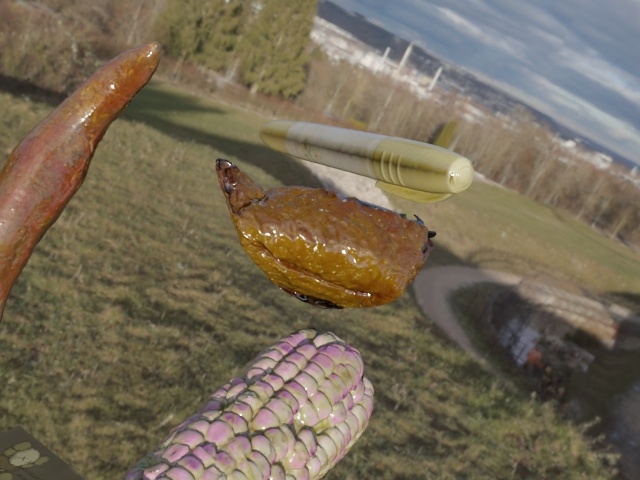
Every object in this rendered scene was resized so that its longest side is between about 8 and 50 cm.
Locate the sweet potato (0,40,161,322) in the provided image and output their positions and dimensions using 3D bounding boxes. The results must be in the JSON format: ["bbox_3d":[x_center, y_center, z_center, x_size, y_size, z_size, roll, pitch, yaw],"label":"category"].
[{"bbox_3d":[-0.209,-0.051,0.557,0.058,0.255,0.078,37,-6,-39],"label":"sweet potato"}]

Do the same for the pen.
[{"bbox_3d":[0.022,-0.061,0.522,0.032,0.040,0.233,-26,26,-27],"label":"pen"}]

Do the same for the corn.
[{"bbox_3d":[-0.063,0.179,0.591,0.126,0.127,0.335,32,29,16],"label":"corn"}]

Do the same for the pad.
[{"bbox_3d":[-0.448,0.350,1.085,0.004,0.127,0.190,-111,175,-49],"label":"pad"}]

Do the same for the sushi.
[{"bbox_3d":[0.000,0.000,0.874,0.287,0.149,0.140,15,54,-5],"label":"sushi"}]
